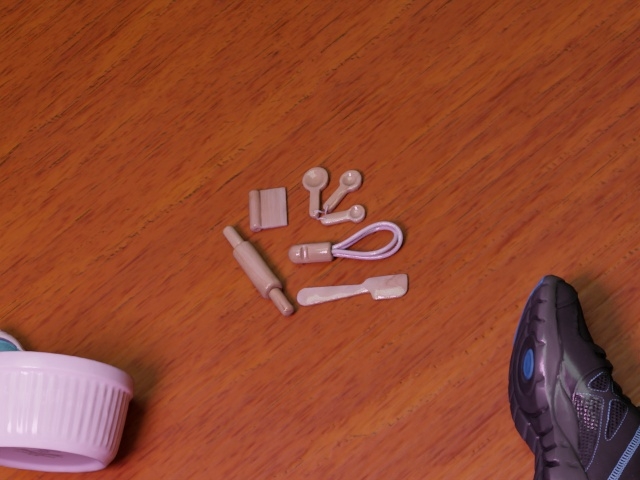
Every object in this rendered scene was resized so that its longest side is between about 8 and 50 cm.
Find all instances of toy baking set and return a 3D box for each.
[{"bbox_3d":[-0.006,0.003,1.828,0.197,0.030,0.256,-33,55,0],"label":"toy baking set"}]

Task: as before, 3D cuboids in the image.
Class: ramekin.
[{"bbox_3d":[-0.332,0.211,1.731,0.207,0.207,0.109,-3,69,19],"label":"ramekin"}]

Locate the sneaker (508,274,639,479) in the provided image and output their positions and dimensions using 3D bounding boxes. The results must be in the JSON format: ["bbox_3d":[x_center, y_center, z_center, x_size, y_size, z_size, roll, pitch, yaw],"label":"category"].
[{"bbox_3d":[0.290,0.194,1.577,0.139,0.125,0.341,3,56,-8],"label":"sneaker"}]

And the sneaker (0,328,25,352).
[{"bbox_3d":[-0.485,0.228,1.838,0.275,0.107,0.110,-45,66,-8],"label":"sneaker"}]
